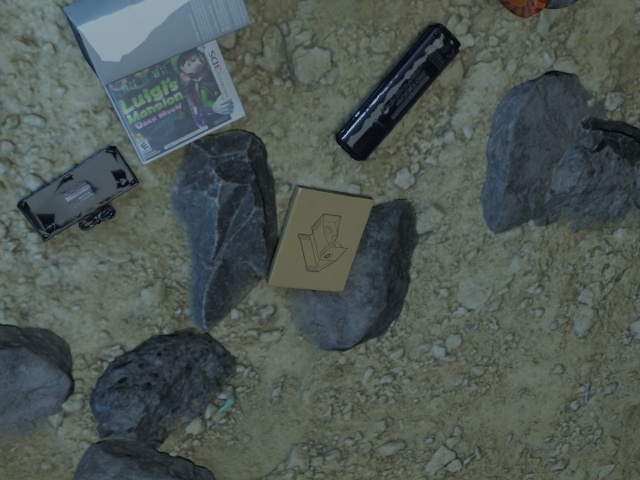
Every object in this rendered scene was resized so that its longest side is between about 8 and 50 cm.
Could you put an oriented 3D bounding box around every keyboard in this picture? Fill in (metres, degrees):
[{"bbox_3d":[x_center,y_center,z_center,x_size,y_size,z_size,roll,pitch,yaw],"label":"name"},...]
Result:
[{"bbox_3d":[-0.382,-0.067,1.381,0.180,0.023,0.108,-33,119,-6],"label":"keyboard"}]

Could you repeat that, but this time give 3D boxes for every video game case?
[{"bbox_3d":[-0.233,-0.234,1.362,0.190,0.022,0.173,-28,125,-10],"label":"video game case"}]

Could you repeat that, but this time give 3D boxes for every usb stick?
[{"bbox_3d":[0.136,-0.260,1.516,0.077,0.045,0.278,38,96,-29],"label":"usb stick"}]

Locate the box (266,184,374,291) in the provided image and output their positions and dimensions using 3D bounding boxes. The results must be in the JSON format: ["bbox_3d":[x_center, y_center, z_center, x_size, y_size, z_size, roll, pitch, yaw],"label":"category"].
[{"bbox_3d":[0.000,0.000,1.605,0.165,0.021,0.201,7,112,-29],"label":"box"}]

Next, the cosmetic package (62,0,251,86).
[{"bbox_3d":[-0.239,-0.326,1.245,0.238,0.127,0.107,-27,125,-9],"label":"cosmetic package"}]

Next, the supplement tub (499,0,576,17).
[{"bbox_3d":[0.435,-0.519,1.429,0.316,0.193,0.193,-33,126,-6],"label":"supplement tub"}]
